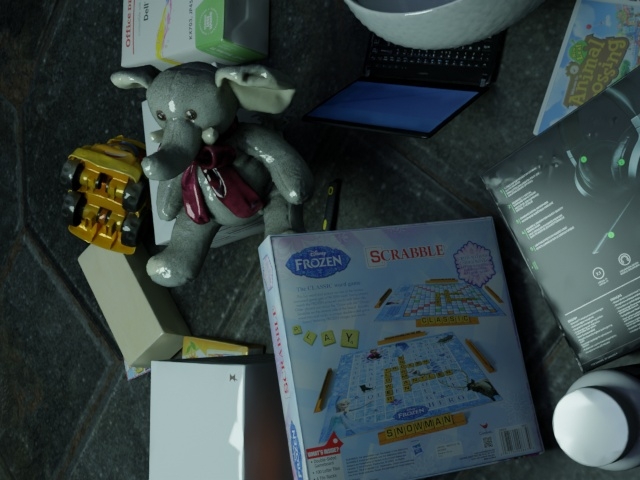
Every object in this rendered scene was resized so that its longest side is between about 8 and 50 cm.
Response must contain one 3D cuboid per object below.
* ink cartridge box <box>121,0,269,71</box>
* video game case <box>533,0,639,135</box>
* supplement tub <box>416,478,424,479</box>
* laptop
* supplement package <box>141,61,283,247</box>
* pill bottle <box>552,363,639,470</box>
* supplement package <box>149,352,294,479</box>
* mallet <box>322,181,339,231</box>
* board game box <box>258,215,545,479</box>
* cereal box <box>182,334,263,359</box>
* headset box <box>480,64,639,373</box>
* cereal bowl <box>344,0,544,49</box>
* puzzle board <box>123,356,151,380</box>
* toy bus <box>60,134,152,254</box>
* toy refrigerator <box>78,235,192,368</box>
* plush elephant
[{"bbox_3d":[-0.259,-0.422,1.478,0.354,0.119,0.207,-2,86,40],"label":"ink cartridge box"},{"bbox_3d":[0.382,-0.209,0.981,0.193,0.023,0.212,24,102,39],"label":"video game case"},{"bbox_3d":[0.063,0.298,1.101,0.117,0.190,0.116,-3,85,40],"label":"supplement tub"},{"bbox_3d":[0.120,-0.277,1.134,0.234,0.137,0.264,16,97,39],"label":"laptop"},{"bbox_3d":[-0.179,-0.137,1.370,0.204,0.145,0.261,-17,77,39],"label":"supplement package"},{"bbox_3d":[0.334,0.194,0.878,0.108,0.194,0.108,-3,85,40],"label":"pill bottle"},{"bbox_3d":[-0.090,0.272,1.185,0.198,0.263,0.199,-4,83,40],"label":"supplement package"},{"bbox_3d":[0.000,0.000,1.285,0.062,0.039,0.189,-2,80,42],"label":"mallet"},{"bbox_3d":[0.101,0.138,1.011,0.066,0.319,0.317,140,123,-66],"label":"board game box"},{"bbox_3d":[-0.180,0.295,1.401,0.173,0.047,0.240,3,89,41],"label":"cereal box"},{"bbox_3d":[0.354,-0.034,0.897,0.246,0.131,0.283,-38,69,36],"label":"headset box"},{"bbox_3d":[0.191,-0.381,1.047,0.339,0.141,0.338,-18,54,26],"label":"cereal bowl"},{"bbox_3d":[-0.370,0.207,1.594,0.096,0.011,0.128,-27,69,36],"label":"puzzle board"},{"bbox_3d":[-0.368,-0.118,1.487,0.150,0.211,0.220,21,139,3],"label":"toy bus"},{"bbox_3d":[-0.358,0.109,1.536,0.102,0.094,0.269,-44,60,16],"label":"toy refrigerator"},{"bbox_3d":[-0.153,-0.128,1.098,0.272,0.255,0.329,-2,62,31],"label":"plush elephant"}]
